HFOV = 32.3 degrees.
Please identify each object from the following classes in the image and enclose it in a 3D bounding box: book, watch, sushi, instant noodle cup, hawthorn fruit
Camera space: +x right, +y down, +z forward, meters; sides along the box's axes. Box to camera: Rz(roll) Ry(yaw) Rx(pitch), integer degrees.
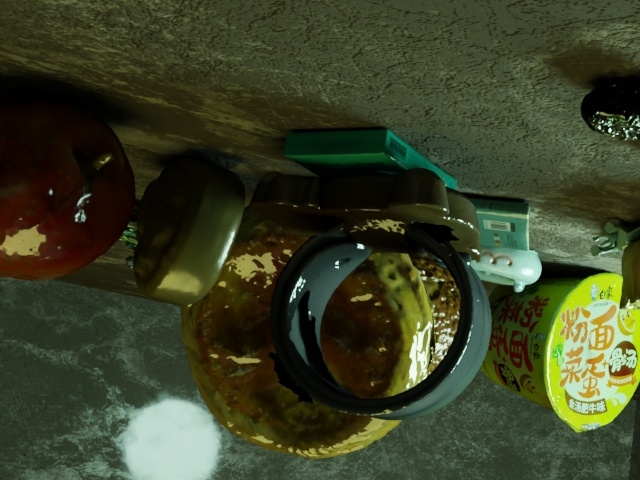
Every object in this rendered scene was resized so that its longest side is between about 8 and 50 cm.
[{"bbox_3d":[0.158,-0.039,1.839,0.380,0.031,0.264,7,169,11],"label":"book"},{"bbox_3d":[0.066,0.086,1.557,0.335,0.326,0.314,4,168,19],"label":"watch"},{"bbox_3d":[0.323,-0.139,1.165,0.083,0.056,0.085,10,172,38],"label":"sushi"},{"bbox_3d":[0.463,0.202,2.175,0.311,0.311,0.222,18,176,-36],"label":"instant noodle cup"},{"bbox_3d":[-0.392,-0.076,1.548,0.300,0.275,0.275,-16,156,33],"label":"hawthorn fruit"}]

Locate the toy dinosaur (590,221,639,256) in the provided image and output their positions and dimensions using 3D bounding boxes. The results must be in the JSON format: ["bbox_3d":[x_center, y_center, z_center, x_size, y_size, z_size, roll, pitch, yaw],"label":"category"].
[{"bbox_3d":[0.490,-0.007,1.731,0.106,0.044,0.187,1,162,-35],"label":"toy dinosaur"}]

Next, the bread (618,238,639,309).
[{"bbox_3d":[0.550,0.044,1.614,0.179,0.133,0.250,-4,167,-19],"label":"bread"}]

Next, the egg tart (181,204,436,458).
[{"bbox_3d":[-0.016,0.137,1.833,0.443,0.443,0.178,6,-169,17],"label":"egg tart"}]

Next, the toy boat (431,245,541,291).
[{"bbox_3d":[0.304,0.048,2.047,0.208,0.078,0.134,8,166,14],"label":"toy boat"}]

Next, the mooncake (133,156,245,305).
[{"bbox_3d":[-0.214,-0.026,1.744,0.117,0.234,0.235,20,165,-25],"label":"mooncake"}]

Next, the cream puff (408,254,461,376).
[{"bbox_3d":[0.137,0.133,2.024,0.303,0.212,0.303,-5,-153,3],"label":"cream puff"}]

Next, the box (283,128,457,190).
[{"bbox_3d":[0.075,-0.102,1.567,0.161,0.042,0.226,2,167,33],"label":"box"}]

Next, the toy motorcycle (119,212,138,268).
[{"bbox_3d":[-0.291,0.002,2.221,0.198,0.109,0.296,-7,161,32],"label":"toy motorcycle"}]
